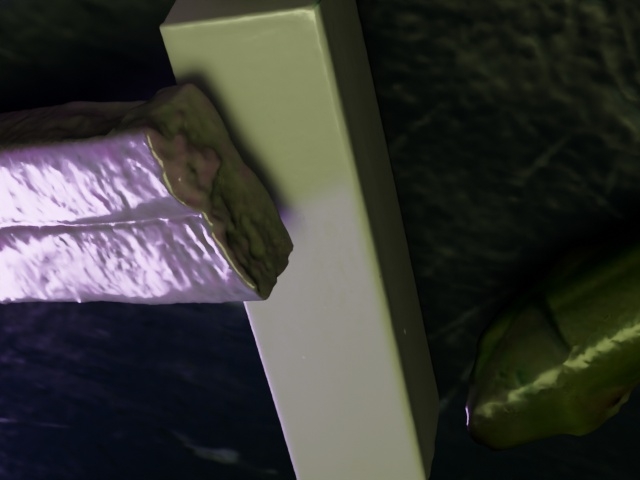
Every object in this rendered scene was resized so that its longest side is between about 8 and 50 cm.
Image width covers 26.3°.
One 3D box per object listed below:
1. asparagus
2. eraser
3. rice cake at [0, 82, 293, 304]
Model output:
[{"bbox_3d":[0.212,0.003,0.679,0.343,0.085,0.082,-36,104,26],"label":"asparagus"},{"bbox_3d":[-0.001,0.000,0.723,0.078,0.076,0.298,-4,123,15],"label":"eraser"},{"bbox_3d":[-0.153,-0.017,0.711,0.297,0.050,0.106,-4,126,39],"label":"rice cake"}]
